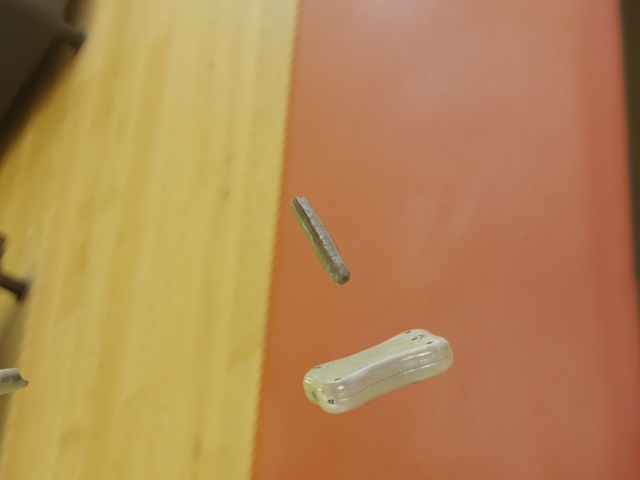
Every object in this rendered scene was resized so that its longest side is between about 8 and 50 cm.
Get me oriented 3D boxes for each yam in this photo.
[{"bbox_3d":[0.000,0.000,1.378,0.021,0.021,0.116,-51,40,17],"label":"yam"}]

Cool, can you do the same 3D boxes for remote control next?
[{"bbox_3d":[0.048,0.109,1.305,0.122,0.032,0.074,-19,14,-15],"label":"remote control"}]

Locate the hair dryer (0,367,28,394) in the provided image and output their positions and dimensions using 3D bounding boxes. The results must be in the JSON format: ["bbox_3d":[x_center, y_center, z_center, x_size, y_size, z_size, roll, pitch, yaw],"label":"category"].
[{"bbox_3d":[-0.260,0.145,0.748,0.092,0.267,0.229,10,79,35],"label":"hair dryer"}]
